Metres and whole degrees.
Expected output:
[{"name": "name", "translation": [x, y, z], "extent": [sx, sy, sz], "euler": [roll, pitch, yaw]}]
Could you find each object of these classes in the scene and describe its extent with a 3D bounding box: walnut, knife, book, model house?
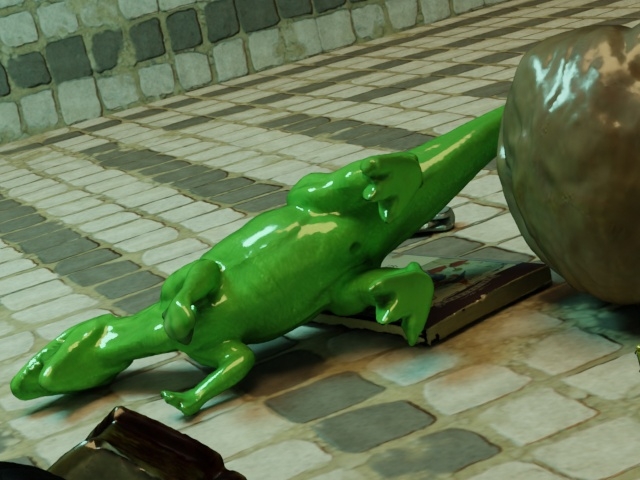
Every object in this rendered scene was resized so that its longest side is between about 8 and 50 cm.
[{"name": "walnut", "translation": [0.257, -0.060, 1.116], "extent": [0.248, 0.248, 0.248], "euler": [-12, 15, 3]}, {"name": "knife", "translation": [0.064, -0.015, 1.499], "extent": [0.162, 0.023, 0.044], "euler": [-7, 20, 20]}, {"name": "book", "translation": [0.071, 0.044, 1.271], "extent": [0.157, 0.026, 0.231], "euler": [-24, 19, -36]}, {"name": "model house", "translation": [-0.101, 0.166, 0.846], "extent": [0.165, 0.106, 0.152], "euler": [30, 9, 1]}]

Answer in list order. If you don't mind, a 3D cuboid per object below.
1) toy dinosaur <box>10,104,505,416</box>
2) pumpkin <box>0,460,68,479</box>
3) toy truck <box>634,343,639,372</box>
[{"name": "toy dinosaur", "translation": [0.000, 0.000, 1.262], "extent": [0.375, 0.144, 0.500], "euler": [-18, 13, 41]}, {"name": "pumpkin", "translation": [-0.179, 0.198, 0.685], "extent": [0.202, 0.140, 0.202], "euler": [-19, 31, 12]}, {"name": "toy truck", "translation": [0.311, 0.068, 0.851], "extent": [0.114, 0.098, 0.227], "euler": [-29, 19, -37]}]
